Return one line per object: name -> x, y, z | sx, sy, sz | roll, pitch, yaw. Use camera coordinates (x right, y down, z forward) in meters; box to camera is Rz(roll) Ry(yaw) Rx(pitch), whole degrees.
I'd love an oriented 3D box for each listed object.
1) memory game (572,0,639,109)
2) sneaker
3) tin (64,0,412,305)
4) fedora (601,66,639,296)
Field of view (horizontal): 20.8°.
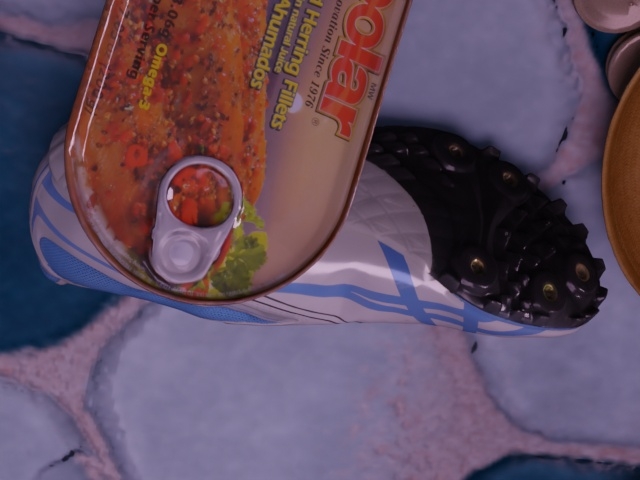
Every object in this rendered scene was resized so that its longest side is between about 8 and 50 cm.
memory game -> 0.190, -0.111, 0.681 | 0.186, 0.012, 0.186 | -2, 123, -3
sneaker -> 0.000, 0.000, 0.709 | 0.237, 0.085, 0.086 | 11, 147, -13
tin -> -0.027, -0.070, 0.632 | 0.106, 0.040, 0.189 | 18, 88, -7
fedora -> 0.206, -0.013, 0.690 | 0.194, 0.079, 0.194 | -1, 124, -2
